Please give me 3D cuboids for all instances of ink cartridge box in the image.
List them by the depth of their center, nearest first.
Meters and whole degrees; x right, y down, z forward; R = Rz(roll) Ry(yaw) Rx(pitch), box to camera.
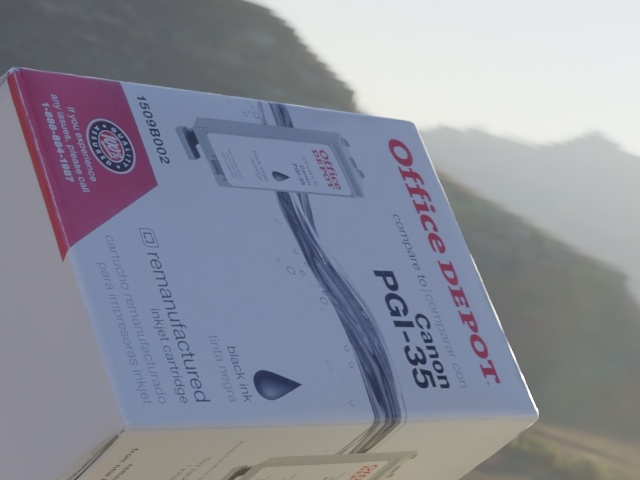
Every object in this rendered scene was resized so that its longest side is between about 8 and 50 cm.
[{"bbox_3d":[-0.046,0.033,0.993,0.283,0.117,0.207,3,56,-42],"label":"ink cartridge box"}]
